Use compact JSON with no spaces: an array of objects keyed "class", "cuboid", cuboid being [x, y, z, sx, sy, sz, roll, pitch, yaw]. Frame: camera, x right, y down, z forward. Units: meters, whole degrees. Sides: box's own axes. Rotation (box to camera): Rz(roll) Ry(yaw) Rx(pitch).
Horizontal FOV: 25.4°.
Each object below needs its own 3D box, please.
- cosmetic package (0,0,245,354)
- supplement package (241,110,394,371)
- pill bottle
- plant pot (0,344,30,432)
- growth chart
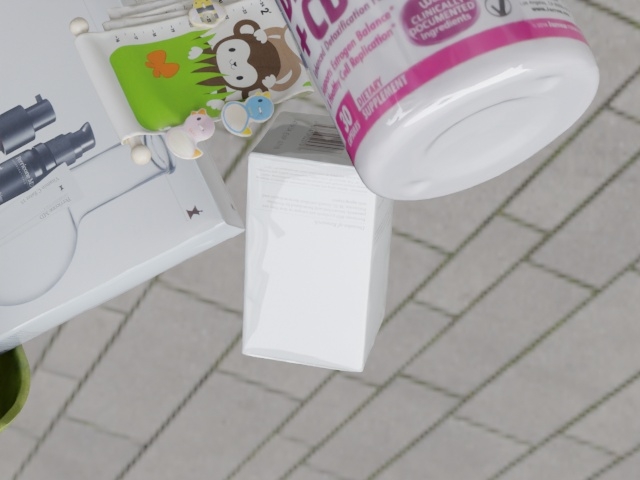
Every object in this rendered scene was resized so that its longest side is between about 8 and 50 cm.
[{"class":"cosmetic package","cuboid":[-0.282,-0.117,1.374,0.284,0.377,0.097,-27,172,5]},{"class":"supplement package","cuboid":[0.000,0.000,1.150,0.105,0.105,0.179,8,115,10]},{"class":"pill bottle","cuboid":[0.046,-0.182,0.906,0.160,0.283,0.160,-21,160,-8]},{"class":"plant pot","cuboid":[-0.518,0.220,1.365,0.366,0.366,0.353,22,111,-16]},{"class":"growth chart","cuboid":[-0.084,-0.160,1.170,0.237,0.172,0.021,-28,156,-22]}]
